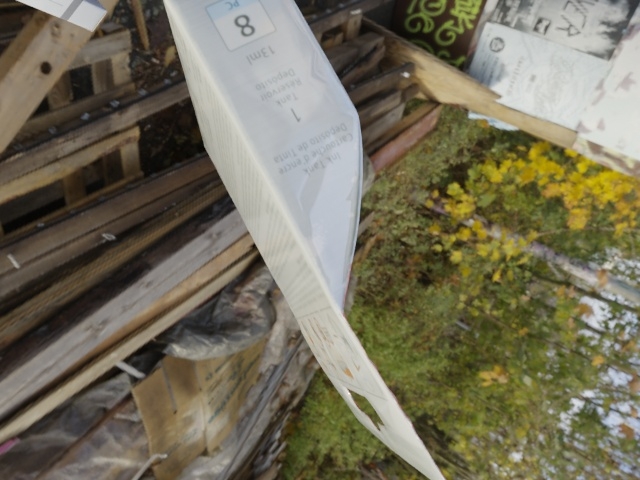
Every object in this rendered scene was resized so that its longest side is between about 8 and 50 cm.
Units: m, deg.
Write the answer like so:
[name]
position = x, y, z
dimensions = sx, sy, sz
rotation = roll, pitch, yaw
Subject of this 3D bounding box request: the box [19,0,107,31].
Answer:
[box]
position = -0.351, -0.320, 0.594
dimensions = 0.038, 0.145, 0.186
rotation = -44, 173, 17

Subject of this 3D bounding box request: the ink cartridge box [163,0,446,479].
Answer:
[ink cartridge box]
position = 0.000, 0.000, 0.495
dimensions = 0.091, 0.385, 0.308
rotation = -29, 175, -11
